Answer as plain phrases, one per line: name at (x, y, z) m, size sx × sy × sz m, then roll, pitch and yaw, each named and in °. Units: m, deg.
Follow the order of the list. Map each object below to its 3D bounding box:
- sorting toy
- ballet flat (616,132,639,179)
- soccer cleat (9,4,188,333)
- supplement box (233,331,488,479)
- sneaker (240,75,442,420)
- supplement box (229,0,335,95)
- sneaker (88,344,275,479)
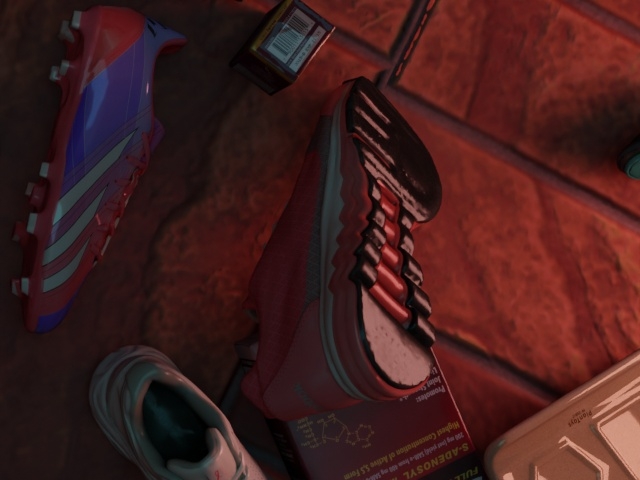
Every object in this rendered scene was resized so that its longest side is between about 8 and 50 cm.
sorting toy at (0.227, 0.209, 1.473) m, size 0.193 × 0.038 × 0.208 m, roll -27°, pitch 98°, yaw -32°
ballet flat at (0.326, -0.096, 1.520) m, size 0.203 × 0.074 × 0.074 m, roll -9°, pitch 90°, yaw -7°
soccer cleat at (-0.162, -0.050, 1.394) m, size 0.095 × 0.083 × 0.248 m, roll 12°, pitch 82°, yaw -17°
supplement box at (0.043, 0.161, 1.434) m, size 0.130 × 0.073 × 0.239 m, roll -25°, pitch 94°, yaw -13°
sneaker at (0.000, 0.000, 1.365) m, size 0.136 × 0.314 × 0.116 m, roll -26°, pitch 125°, yaw 26°
supplement box at (-0.029, -0.144, 1.424) m, size 0.043 × 0.083 × 0.055 m, roll 37°, pitch 80°, yaw -10°
sneaker at (-0.080, 0.178, 1.382) m, size 0.090 × 0.115 × 0.232 m, roll -43°, pitch 97°, yaw -11°
